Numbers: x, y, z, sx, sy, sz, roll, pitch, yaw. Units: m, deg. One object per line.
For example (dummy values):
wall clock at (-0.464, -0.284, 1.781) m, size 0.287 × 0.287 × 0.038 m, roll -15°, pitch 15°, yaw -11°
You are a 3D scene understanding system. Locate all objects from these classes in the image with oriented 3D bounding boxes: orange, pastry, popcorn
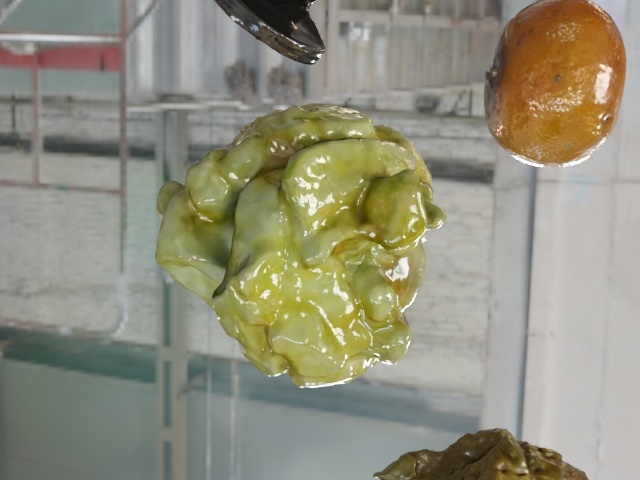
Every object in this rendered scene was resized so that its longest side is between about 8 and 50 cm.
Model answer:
orange at (0.296, -0.206, 1.478) m, size 0.170 × 0.224 × 0.224 m, roll 5°, pitch -170°, yaw -4°
pastry at (0.205, 0.335, 1.321) m, size 0.240 × 0.235 × 0.132 m, roll -20°, pitch -146°, yaw -3°
popcorn at (-0.001, 0.000, 0.758) m, size 0.167 × 0.185 × 0.187 m, roll 16°, pitch -149°, yaw -41°

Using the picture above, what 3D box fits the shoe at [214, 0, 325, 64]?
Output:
shoe at (-0.044, -0.175, 0.617) m, size 0.049 × 0.179 × 0.071 m, roll -43°, pitch 155°, yaw 28°
